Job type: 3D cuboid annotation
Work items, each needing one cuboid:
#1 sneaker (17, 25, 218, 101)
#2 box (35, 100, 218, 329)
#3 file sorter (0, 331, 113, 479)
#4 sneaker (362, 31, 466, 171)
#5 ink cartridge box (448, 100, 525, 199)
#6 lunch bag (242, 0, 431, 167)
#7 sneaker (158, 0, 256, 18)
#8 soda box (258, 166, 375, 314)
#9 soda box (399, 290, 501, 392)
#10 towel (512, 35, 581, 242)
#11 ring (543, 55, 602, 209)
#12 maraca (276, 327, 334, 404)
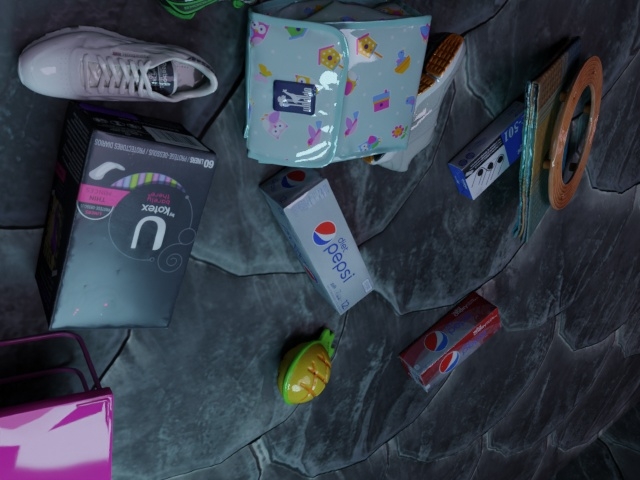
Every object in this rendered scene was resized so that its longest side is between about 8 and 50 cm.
[{"bbox_3d":[-0.247,-0.213,0.698,0.235,0.095,0.090,-11,123,-29],"label":"sneaker"},{"bbox_3d":[-0.270,-0.027,0.757,0.165,0.143,0.271,5,113,-37],"label":"box"},{"bbox_3d":[-0.430,0.306,0.813,0.202,0.182,0.291,-5,118,-32],"label":"file sorter"},{"bbox_3d":[0.176,-0.241,0.998,0.121,0.099,0.262,19,112,-49],"label":"sneaker"},{"bbox_3d":[0.371,-0.192,1.188,0.207,0.046,0.097,-43,133,-7],"label":"ink cartridge box"},{"bbox_3d":[0.011,-0.235,0.825,0.262,0.160,0.224,-14,131,-25],"label":"lunch bag"},{"bbox_3d":[-0.076,-0.394,0.717,0.343,0.134,0.146,-30,166,-27],"label":"sneaker"},{"bbox_3d":[0.000,0.000,0.999,0.091,0.098,0.286,-37,131,-11],"label":"soda box"},{"bbox_3d":[0.326,0.251,1.393,0.263,0.083,0.092,-37,132,-13],"label":"soda box"},{"bbox_3d":[0.487,-0.214,1.205,0.271,0.040,0.370,-43,137,-38],"label":"towel"},{"bbox_3d":[0.560,-0.234,1.239,0.336,0.032,0.337,-28,125,-47],"label":"ring"},{"bbox_3d":[-0.022,0.257,1.142,0.185,0.099,0.127,-38,140,-47],"label":"maraca"}]
